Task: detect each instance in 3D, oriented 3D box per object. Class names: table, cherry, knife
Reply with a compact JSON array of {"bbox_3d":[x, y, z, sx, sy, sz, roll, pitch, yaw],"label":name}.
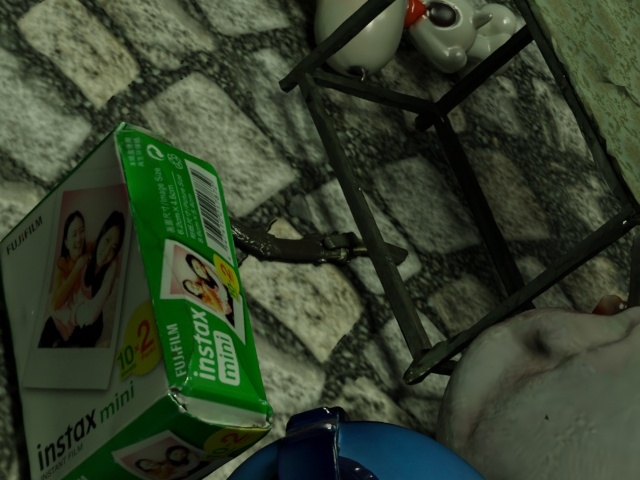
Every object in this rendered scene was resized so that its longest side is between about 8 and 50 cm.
[{"bbox_3d":[0.174,-0.072,1.656,0.222,0.272,0.335,12,48,-47],"label":"table"},{"bbox_3d":[0.241,0.198,1.474,0.326,0.291,0.335,27,78,3],"label":"cherry"},{"bbox_3d":[0.001,0.005,1.640,0.222,0.021,0.045,10,47,-39],"label":"knife"}]

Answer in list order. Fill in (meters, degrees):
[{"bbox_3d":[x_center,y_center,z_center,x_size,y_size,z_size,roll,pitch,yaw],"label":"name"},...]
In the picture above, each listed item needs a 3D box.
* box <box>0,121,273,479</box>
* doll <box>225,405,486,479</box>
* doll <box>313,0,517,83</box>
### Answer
[{"bbox_3d":[-0.134,0.062,1.315,0.103,0.180,0.250,20,42,-38],"label":"box"},{"bbox_3d":[0.022,0.263,1.239,0.284,0.240,0.310,71,7,-46],"label":"doll"},{"bbox_3d":[0.073,-0.255,1.882,0.271,0.144,0.208,-8,83,-45],"label":"doll"}]
